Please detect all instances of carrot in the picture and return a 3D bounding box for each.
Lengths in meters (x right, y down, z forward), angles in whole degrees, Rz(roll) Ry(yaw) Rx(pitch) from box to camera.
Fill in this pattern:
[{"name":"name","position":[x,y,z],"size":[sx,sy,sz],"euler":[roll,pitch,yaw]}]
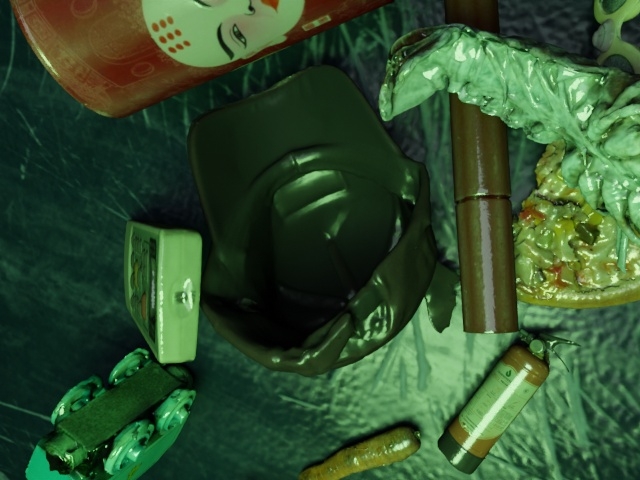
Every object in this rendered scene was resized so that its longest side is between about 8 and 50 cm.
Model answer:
[{"name":"carrot","position":[0.041,0.251,0.619],"size":[0.165,0.035,0.036],"euler":[-27,85,18]}]

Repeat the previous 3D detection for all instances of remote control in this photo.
[{"name":"remote control","position":[-0.184,0.039,0.580],"size":[0.038,0.285,0.124],"euler":[2,95,-28]}]

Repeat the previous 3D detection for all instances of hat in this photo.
[{"name":"hat","position":[0.001,-0.007,0.571],"size":[0.238,0.209,0.336],"euler":[-22,58,6]}]

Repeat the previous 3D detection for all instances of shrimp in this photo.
[{"name":"shrimp","position":[0.243,-0.070,0.424],"size":[0.410,0.221,0.166],"euler":[39,69,19]}]

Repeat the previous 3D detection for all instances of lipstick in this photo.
[{"name":"lipstick","position":[0.159,-0.089,0.537],"size":[0.057,0.057,0.357],"euler":[-3,85,16]}]

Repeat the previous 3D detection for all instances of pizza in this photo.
[{"name":"pizza","position":[0.256,-0.027,0.534],"size":[0.184,0.052,0.196],"euler":[-6,93,14]}]

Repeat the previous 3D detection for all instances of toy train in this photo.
[{"name":"toy train","position":[-0.233,0.220,0.618],"size":[0.107,0.198,0.155],"euler":[35,114,13]}]

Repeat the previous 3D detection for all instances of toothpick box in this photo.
[{"name":"toothpick box","position":[-0.114,-0.278,0.552],"size":[0.333,0.204,0.204],"euler":[-18,87,16]}]

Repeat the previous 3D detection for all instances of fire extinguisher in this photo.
[{"name":"fire extinguisher","position":[0.194,0.163,0.561],"size":[0.062,0.050,0.177],"euler":[42,105,37]}]

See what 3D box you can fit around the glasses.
[{"name":"glasses","position":[0.363,-0.186,0.476],"size":[0.220,0.088,0.190],"euler":[3,93,16]}]
